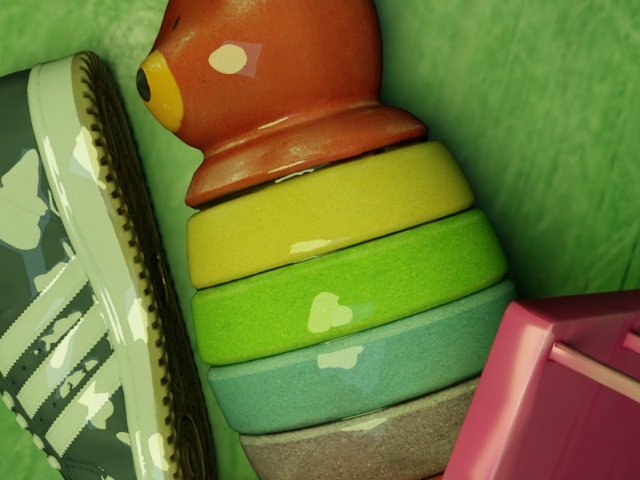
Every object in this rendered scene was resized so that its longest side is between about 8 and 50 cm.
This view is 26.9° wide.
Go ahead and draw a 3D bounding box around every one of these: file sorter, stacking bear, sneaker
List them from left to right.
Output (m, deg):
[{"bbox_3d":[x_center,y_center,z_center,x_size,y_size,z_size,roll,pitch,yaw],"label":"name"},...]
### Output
[{"bbox_3d":[-0.150,0.059,0.679,0.153,0.099,0.282,-13,97,4],"label":"sneaker"},{"bbox_3d":[0.000,0.000,0.632,0.164,0.175,0.289,-17,91,-18],"label":"stacking bear"},{"bbox_3d":[0.181,0.147,0.552,0.182,0.290,0.202,27,105,31],"label":"file sorter"}]
